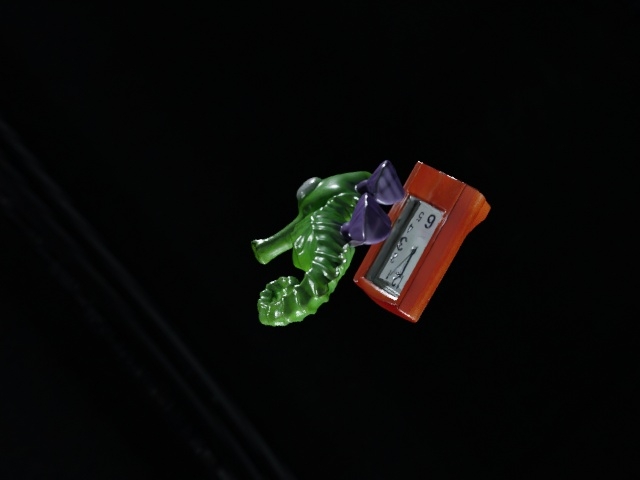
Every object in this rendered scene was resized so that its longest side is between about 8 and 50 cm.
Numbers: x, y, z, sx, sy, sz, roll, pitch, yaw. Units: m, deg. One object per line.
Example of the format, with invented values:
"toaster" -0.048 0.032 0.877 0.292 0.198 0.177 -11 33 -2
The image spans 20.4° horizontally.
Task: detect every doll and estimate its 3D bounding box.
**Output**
"doll" 0.000 0.000 1.244 0.050 0.115 0.190 53 -159 -18

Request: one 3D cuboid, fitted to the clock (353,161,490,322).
"clock" 0.108 0.005 1.869 0.061 0.113 0.155 30 -88 -29
